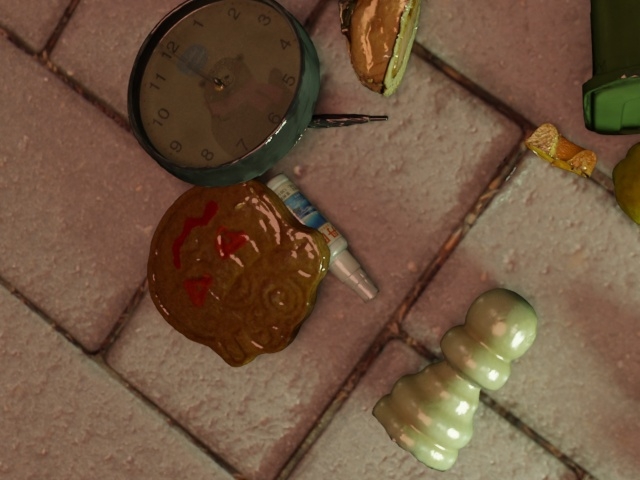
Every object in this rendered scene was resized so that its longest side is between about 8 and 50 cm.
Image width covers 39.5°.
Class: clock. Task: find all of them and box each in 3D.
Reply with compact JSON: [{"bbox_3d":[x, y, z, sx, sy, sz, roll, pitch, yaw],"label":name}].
[{"bbox_3d":[-0.138,-0.213,1.217,0.280,0.055,0.281,-5,75,19],"label":"clock"}]

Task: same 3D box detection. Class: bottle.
[{"bbox_3d":[0.000,0.000,1.243,0.217,0.060,0.060,46,105,6],"label":"bottle"}]

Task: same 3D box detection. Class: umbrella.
[{"bbox_3d":[-0.039,-0.161,1.247,0.268,0.044,0.044,2,126,17],"label":"umbrella"}]

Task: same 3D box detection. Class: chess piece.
[{"bbox_3d":[0.192,0.172,1.173,0.133,0.133,0.243,39,99,9],"label":"chess piece"}]

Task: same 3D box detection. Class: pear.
[{"bbox_3d":[0.421,-0.061,1.090,0.107,0.107,0.131,-45,75,15],"label":"pear"}]

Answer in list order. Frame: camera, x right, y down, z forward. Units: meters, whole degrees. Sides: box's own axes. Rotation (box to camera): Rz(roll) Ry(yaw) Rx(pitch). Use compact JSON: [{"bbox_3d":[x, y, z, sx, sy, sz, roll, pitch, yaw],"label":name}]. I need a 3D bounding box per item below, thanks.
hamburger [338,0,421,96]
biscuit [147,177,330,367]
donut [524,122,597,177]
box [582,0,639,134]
[{"bbox_3d":[0.077,-0.288,1.182,0.102,0.087,0.176,21,108,24],"label":"hamburger"},{"bbox_3d":[-0.127,0.045,1.258,0.257,0.049,0.273,40,119,10],"label":"biscuit"},{"bbox_3d":[0.312,-0.115,1.139,0.083,0.067,0.038,30,85,45],"label":"donut"},{"bbox_3d":[0.458,-0.235,0.999,0.328,0.252,0.178,-5,81,16],"label":"box"}]
